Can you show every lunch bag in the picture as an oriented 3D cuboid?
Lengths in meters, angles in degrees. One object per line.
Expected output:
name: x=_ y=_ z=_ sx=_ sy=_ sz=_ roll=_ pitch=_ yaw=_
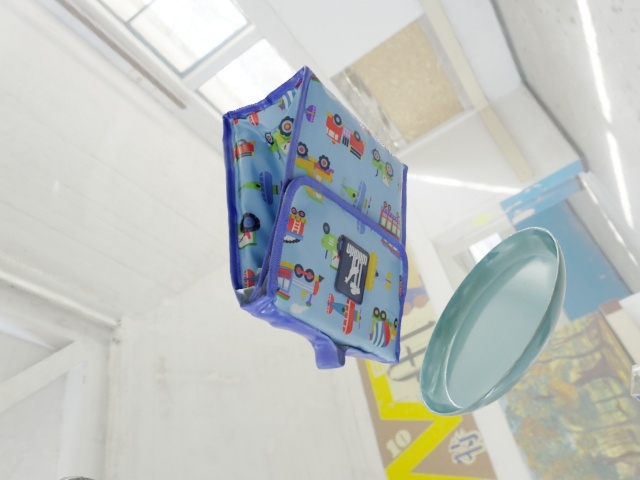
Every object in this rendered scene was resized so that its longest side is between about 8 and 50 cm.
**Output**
lunch bag: x=0.000 y=0.000 z=0.582 sx=0.221 sy=0.138 sz=0.293 roll=33 pitch=-134 yaw=-44

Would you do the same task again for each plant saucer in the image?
plant saucer: x=0.256 y=0.125 z=0.775 sx=0.044 sy=0.317 sz=0.317 roll=32 pitch=-157 yaw=-5

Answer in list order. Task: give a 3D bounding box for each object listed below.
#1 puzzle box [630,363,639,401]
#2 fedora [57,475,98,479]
puzzle box: x=0.623 y=0.185 z=0.573 sx=0.272 sy=0.409 sz=0.052 roll=34 pitch=-124 yaw=-7
fedora: x=-0.318 y=0.469 z=0.724 sx=0.275 sy=0.124 sz=0.243 roll=37 pitch=171 yaw=18
